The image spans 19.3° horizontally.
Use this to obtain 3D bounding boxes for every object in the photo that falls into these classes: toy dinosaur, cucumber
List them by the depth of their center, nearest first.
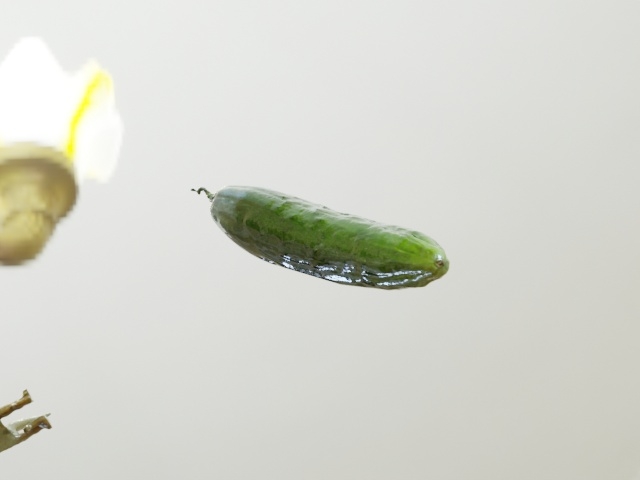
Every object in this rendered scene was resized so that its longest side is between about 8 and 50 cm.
[{"bbox_3d":[0.000,0.000,0.909,0.039,0.168,0.039,-17,-66,-45],"label":"cucumber"},{"bbox_3d":[-0.314,0.187,1.758,0.126,0.039,0.162,-27,-8,-8],"label":"toy dinosaur"}]
